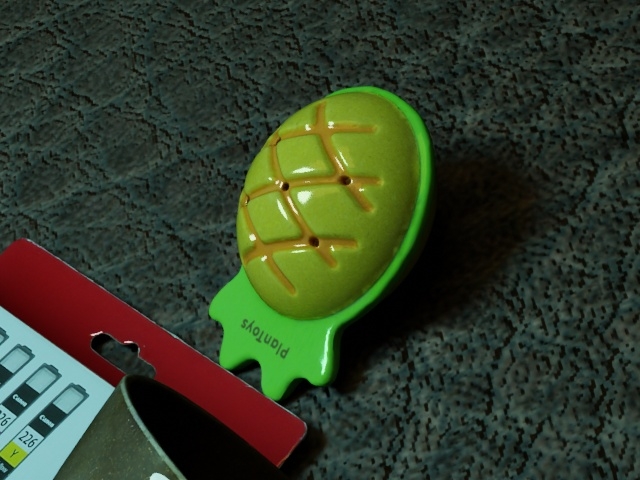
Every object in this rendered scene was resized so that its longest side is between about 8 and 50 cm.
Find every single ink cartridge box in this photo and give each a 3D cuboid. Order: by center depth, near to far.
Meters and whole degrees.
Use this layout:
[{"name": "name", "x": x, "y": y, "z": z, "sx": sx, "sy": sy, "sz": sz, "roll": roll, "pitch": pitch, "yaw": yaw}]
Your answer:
[{"name": "ink cartridge box", "x": -0.209, "y": 0.107, "z": 1.051, "sx": 0.309, "sy": 0.130, "sz": 0.272, "roll": 28, "pitch": 68, "yaw": 41}]

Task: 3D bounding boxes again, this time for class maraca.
[{"name": "maraca", "x": 0.000, "y": 0.000, "z": 1.070, "sx": 0.127, "sy": 0.099, "sz": 0.185, "roll": 30, "pitch": 95, "yaw": 44}]

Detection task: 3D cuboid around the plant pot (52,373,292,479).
[{"name": "plant pot", "x": -0.086, "y": 0.218, "z": 0.864, "sx": 0.230, "sy": 0.215, "sz": 0.215, "roll": -48, "pitch": 46, "yaw": 3}]
